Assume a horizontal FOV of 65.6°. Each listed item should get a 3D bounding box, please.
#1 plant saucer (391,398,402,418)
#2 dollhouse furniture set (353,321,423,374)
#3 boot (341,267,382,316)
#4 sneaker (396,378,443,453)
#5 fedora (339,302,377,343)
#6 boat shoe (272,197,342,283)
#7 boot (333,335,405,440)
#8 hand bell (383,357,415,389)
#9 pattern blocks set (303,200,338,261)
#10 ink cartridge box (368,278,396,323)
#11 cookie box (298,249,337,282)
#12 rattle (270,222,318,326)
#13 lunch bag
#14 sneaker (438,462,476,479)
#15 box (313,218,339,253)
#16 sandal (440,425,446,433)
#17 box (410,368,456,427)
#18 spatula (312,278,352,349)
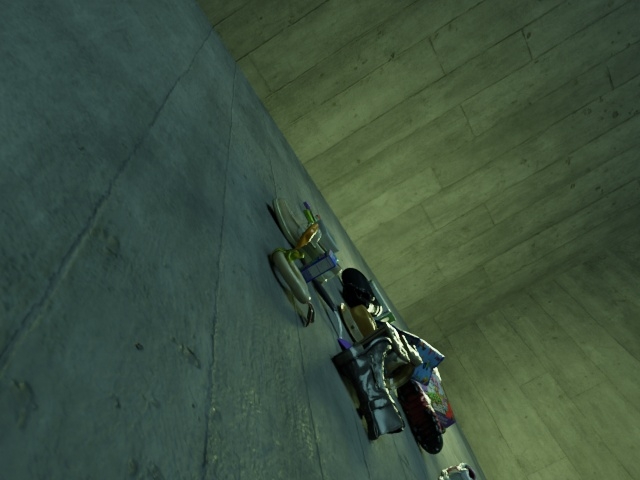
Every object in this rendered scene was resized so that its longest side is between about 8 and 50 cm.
[{"bbox_3d":[0.228,0.525,1.533,0.083,0.013,0.083,58,7,-11],"label":"plant saucer"},{"bbox_3d":[0.218,0.370,1.529,0.183,0.129,0.129,42,17,-37],"label":"dollhouse furniture set"},{"bbox_3d":[0.138,0.188,1.943,0.246,0.094,0.207,57,9,25],"label":"boot"},{"bbox_3d":[0.359,0.616,1.718,0.135,0.097,0.276,50,10,-39],"label":"sneaker"},{"bbox_3d":[0.138,0.280,1.649,0.194,0.079,0.194,57,7,-11],"label":"fedora"},{"bbox_3d":[-0.041,-0.011,1.528,0.302,0.098,0.109,58,7,-9],"label":"boat shoe"},{"bbox_3d":[0.145,0.371,1.249,0.263,0.091,0.229,1,57,-55],"label":"boot"},{"bbox_3d":[0.205,0.380,1.711,0.242,0.126,0.126,50,-1,43],"label":"hand bell"},{"bbox_3d":[0.002,-0.046,2.239,0.285,0.026,0.325,48,13,-55],"label":"pattern blocks set"},{"bbox_3d":[0.223,0.281,2.091,0.209,0.109,0.062,59,8,-3],"label":"ink cartridge box"},{"bbox_3d":[-0.009,0.073,1.381,0.040,0.107,0.092,59,7,-5],"label":"cookie box"},{"bbox_3d":[-0.020,0.084,1.176,0.200,0.142,0.130,56,-13,28],"label":"rattle"},{"bbox_3d":[0.281,0.396,1.883,0.293,0.138,0.221,28,-8,46],"label":"lunch bag"},{"bbox_3d":[0.479,0.813,1.681,0.103,0.111,0.252,62,8,21],"label":"sneaker"},{"bbox_3d":[0.000,0.000,1.804,0.101,0.087,0.102,54,8,-35],"label":"box"},{"bbox_3d":[0.423,0.693,2.017,0.219,0.060,0.090,46,23,18],"label":"sandal"},{"bbox_3d":[0.425,0.598,2.027,0.201,0.057,0.293,30,26,-25],"label":"box"},{"bbox_3d":[0.046,0.228,1.429,0.296,0.030,0.084,62,11,25],"label":"spatula"}]
